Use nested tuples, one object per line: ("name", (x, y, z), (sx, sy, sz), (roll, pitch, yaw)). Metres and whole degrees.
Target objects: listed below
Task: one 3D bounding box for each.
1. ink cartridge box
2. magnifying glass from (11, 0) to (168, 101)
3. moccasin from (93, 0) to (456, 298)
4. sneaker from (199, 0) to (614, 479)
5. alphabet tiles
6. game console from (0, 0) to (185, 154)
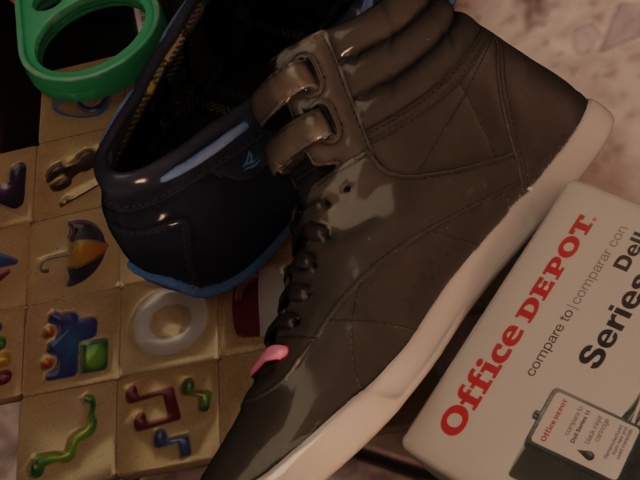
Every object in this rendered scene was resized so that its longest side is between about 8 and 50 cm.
("ink cartridge box", (0.162, 0.082, 0.600), (0.208, 0.087, 0.153), (25, 77, 39))
("magnifying glass", (-0.178, -0.156, 0.920), (0.092, 0.026, 0.231), (-39, 45, -14))
("moccasin", (-0.005, -0.130, 0.773), (0.138, 0.117, 0.342), (12, 64, 25))
("sneaker", (0.000, 0.000, 0.663), (0.295, 0.147, 0.104), (-50, 4, -21))
("alphabet tiles", (-0.056, -0.008, 0.794), (0.343, 0.011, 0.285), (-12, 56, 12))
("game console", (-0.230, -0.090, 0.967), (0.342, 0.060, 0.386), (-23, 54, 10))
